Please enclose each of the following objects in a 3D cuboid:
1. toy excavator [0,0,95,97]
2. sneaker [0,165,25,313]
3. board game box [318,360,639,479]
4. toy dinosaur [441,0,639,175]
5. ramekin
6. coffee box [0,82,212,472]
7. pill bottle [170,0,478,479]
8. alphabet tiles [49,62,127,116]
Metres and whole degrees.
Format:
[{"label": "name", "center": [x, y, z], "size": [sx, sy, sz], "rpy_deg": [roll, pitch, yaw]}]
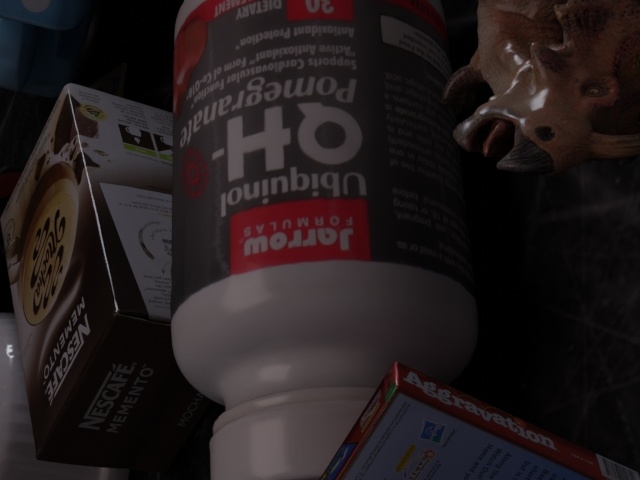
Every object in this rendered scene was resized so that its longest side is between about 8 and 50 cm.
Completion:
[{"label": "toy excavator", "center": [-0.327, -0.182, 1.232], "size": [0.433, 0.222, 0.445], "rpy_deg": [-89, 11, -65]}, {"label": "sneaker", "center": [-0.361, 0.047, 1.345], "size": [0.276, 0.097, 0.135], "rpy_deg": [-47, 39, 36]}, {"label": "board game box", "center": [0.034, 0.201, 0.634], "size": [0.281, 0.145, 0.027], "rpy_deg": [-60, 11, 23]}, {"label": "toy dinosaur", "center": [0.151, -0.148, 0.620], "size": [0.200, 0.127, 0.296], "rpy_deg": [25, 83, 47]}, {"label": "ramekin", "center": [-0.286, 0.191, 1.158], "size": [0.273, 0.127, 0.273], "rpy_deg": [-28, 56, 50]}, {"label": "coffee box", "center": [-0.176, 0.027, 1.056], "size": [0.168, 0.118, 0.297], "rpy_deg": [-57, 36, 29]}, {"label": "pill bottle", "center": [0.000, 0.000, 0.735], "size": [0.176, 0.176, 0.319], "rpy_deg": [-35, 50, 47]}, {"label": "alphabet tiles", "center": [-0.264, -0.051, 1.335], "size": [0.198, 0.009, 0.237], "rpy_deg": [-19, 62, 53]}]
